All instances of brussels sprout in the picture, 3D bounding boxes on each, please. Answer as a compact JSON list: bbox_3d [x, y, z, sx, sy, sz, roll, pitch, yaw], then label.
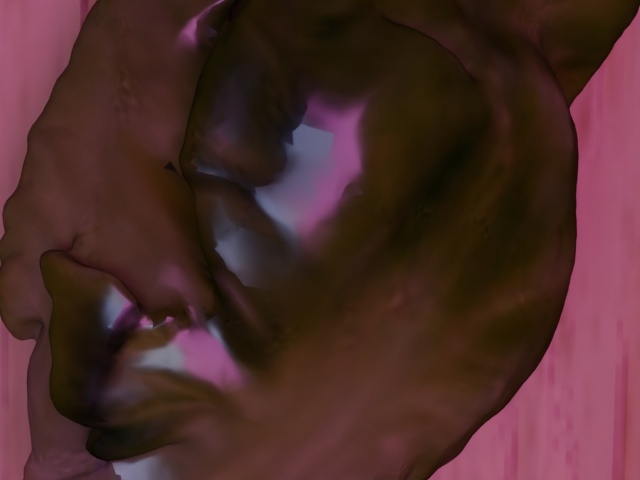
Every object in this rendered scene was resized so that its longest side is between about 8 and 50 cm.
[{"bbox_3d":[0.001,0.002,0.436,0.139,0.100,0.181,33,76,-35],"label":"brussels sprout"}]
